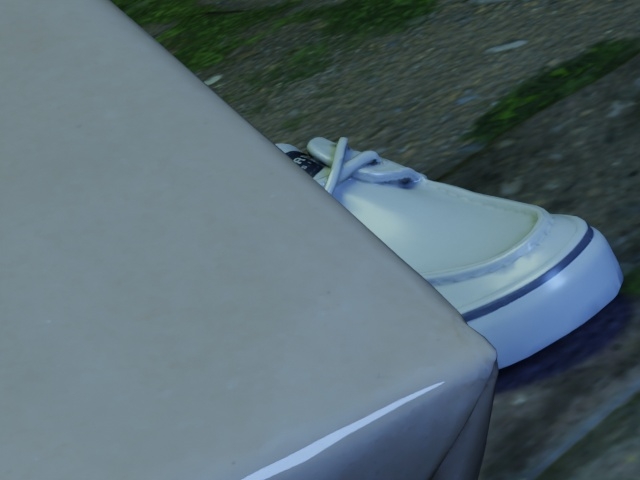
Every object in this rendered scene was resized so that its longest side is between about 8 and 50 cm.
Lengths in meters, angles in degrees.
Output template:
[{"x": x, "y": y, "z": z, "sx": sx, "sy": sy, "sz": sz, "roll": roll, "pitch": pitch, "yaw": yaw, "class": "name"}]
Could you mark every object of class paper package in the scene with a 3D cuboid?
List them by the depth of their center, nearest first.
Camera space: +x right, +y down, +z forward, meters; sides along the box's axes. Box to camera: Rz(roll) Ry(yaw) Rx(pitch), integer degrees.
[{"x": -0.159, "y": 0.060, "z": 0.504, "sx": 0.309, "sy": 0.168, "sz": 0.325, "roll": -26, "pitch": 43, "yaw": -21, "class": "paper package"}]

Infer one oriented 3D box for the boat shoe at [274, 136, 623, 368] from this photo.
[{"x": 0.000, "y": 0.000, "z": 0.781, "sx": 0.096, "sy": 0.088, "sz": 0.267, "roll": -38, "pitch": 24, "yaw": -32, "class": "boat shoe"}]
